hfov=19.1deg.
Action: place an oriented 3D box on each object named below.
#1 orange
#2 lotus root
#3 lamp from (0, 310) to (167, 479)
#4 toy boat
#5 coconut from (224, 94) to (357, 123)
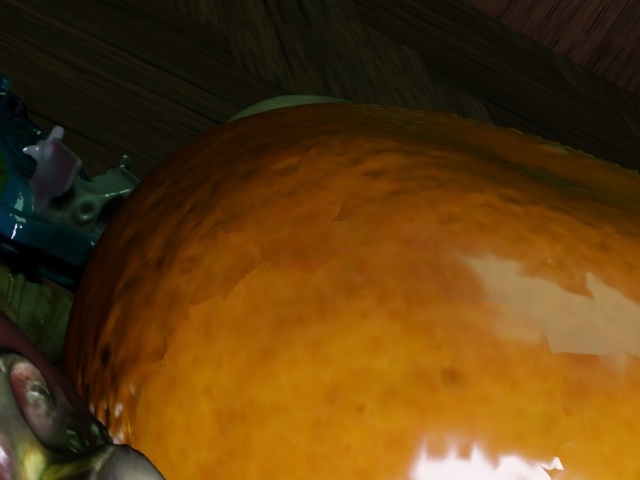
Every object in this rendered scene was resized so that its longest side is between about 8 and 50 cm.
[{"bbox_3d":[0.063,0.106,1.030,0.424,0.326,0.424,15,15,-4],"label":"orange"},{"bbox_3d":[-0.194,0.067,1.119,0.143,0.070,0.144,34,13,-9],"label":"lotus root"},{"bbox_3d":[-0.168,0.152,0.646,0.303,0.257,0.303,-14,90,-75],"label":"lamp"},{"bbox_3d":[-0.213,-0.064,1.286,0.134,0.092,0.299,27,8,-39],"label":"toy boat"},{"bbox_3d":[0.000,0.000,1.392,0.224,0.224,0.224,29,20,-11],"label":"coconut"}]
